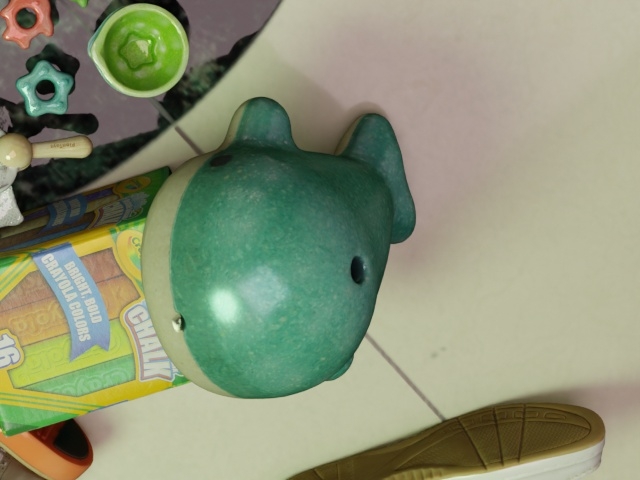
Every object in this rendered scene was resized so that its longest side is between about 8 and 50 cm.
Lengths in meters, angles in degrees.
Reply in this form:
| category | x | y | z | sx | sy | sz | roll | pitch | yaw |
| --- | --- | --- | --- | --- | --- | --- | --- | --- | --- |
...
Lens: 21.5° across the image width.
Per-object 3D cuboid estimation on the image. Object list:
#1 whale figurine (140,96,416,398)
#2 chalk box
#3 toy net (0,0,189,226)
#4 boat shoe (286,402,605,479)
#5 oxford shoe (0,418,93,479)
| category | x | y | z | sx | sy | sz | roll | pitch | yaw |
| --- | --- | --- | --- | --- | --- | --- | --- | --- | --- |
| whale figurine | 0.000 | 0.000 | 1.177 | 0.141 | 0.272 | 0.216 | -1 | 111 | 39 |
| chalk box | -0.147 | 0.036 | 1.240 | 0.213 | 0.132 | 0.132 | -18 | 107 | 3 |
| toy net | -0.208 | -0.099 | 1.210 | 0.232 | 0.045 | 0.122 | -46 | 108 | -7 |
| boat shoe | 0.099 | 0.207 | 1.335 | 0.277 | 0.098 | 0.096 | -17 | 109 | 11 |
| oxford shoe | -0.306 | 0.121 | 1.277 | 0.271 | 0.097 | 0.098 | 40 | 105 | -16 |
